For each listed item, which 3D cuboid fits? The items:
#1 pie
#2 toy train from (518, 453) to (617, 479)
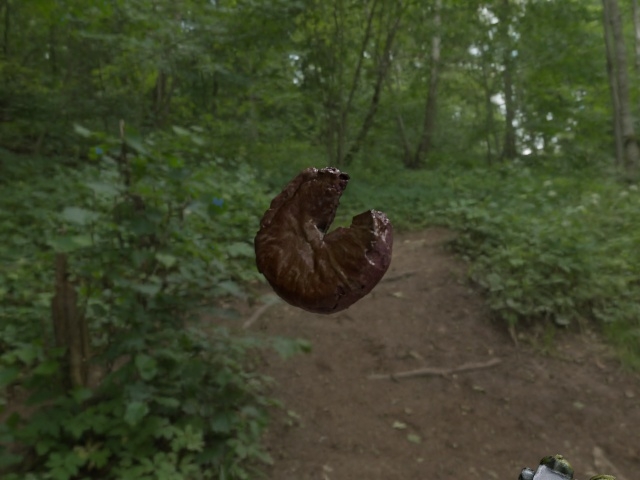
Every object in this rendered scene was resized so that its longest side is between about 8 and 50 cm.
[{"bbox_3d":[0.000,0.000,0.925,0.219,0.204,0.054,34,3,31],"label":"pie"},{"bbox_3d":[0.266,0.259,0.550,0.202,0.081,0.060,18,25,28],"label":"toy train"}]
